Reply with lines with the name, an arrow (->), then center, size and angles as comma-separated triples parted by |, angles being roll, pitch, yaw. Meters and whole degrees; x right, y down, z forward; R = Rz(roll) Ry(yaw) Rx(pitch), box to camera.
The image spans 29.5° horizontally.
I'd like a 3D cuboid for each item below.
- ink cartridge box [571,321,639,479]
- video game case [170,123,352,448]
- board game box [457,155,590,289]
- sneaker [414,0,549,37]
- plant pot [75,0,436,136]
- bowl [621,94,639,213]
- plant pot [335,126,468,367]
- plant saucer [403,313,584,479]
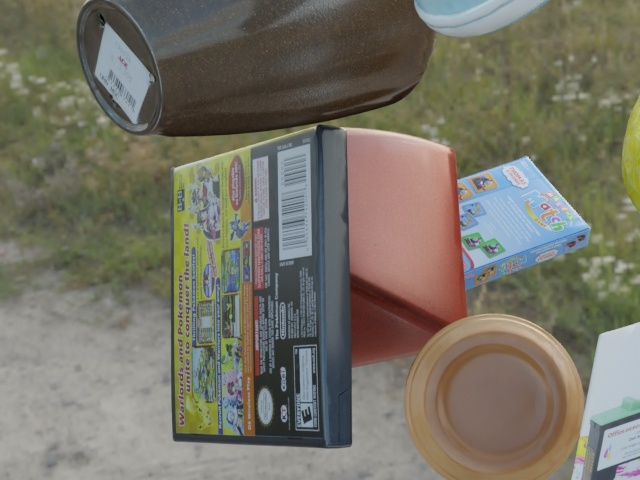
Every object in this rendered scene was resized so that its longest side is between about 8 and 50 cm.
ink cartridge box -> 0.311, 0.224, 0.990 | 0.117, 0.201, 0.278 | -25, 39, 51
video game case -> -0.061, 0.049, 1.117 | 0.035, 0.274, 0.248 | 4, -9, -38
board game box -> 0.218, -0.022, 1.586 | 0.212, 0.039, 0.160 | -19, 47, -14
sneaker -> 0.114, -0.282, 0.671 | 0.208, 0.319, 0.127 | 30, 14, -36
plant pot -> -0.064, -0.168, 0.949 | 0.230, 0.215, 0.215 | -29, 29, -34
bowl -> 0.440, -0.132, 1.190 | 0.290, 0.156, 0.289 | -9, 45, 9
plant pot -> 0.000, 0.000, 1.491 | 0.267, 0.267, 0.236 | -16, -24, 33
plant saucer -> 0.191, 0.179, 1.338 | 0.200, 0.199, 0.037 | -7, -10, 4
